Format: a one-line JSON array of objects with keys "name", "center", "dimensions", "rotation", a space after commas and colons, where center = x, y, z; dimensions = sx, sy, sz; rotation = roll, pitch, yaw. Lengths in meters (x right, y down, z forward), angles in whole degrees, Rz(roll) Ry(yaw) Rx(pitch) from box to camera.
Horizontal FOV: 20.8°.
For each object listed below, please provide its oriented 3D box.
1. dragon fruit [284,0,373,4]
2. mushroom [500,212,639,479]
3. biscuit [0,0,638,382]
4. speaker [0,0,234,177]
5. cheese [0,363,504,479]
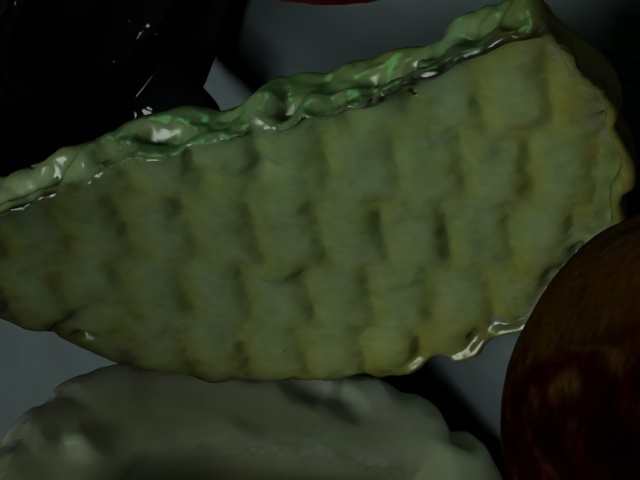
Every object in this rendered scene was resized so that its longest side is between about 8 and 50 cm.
[{"name": "dragon fruit", "center": [0.012, -0.225, 0.410], "dimensions": [0.226, 0.305, 0.305], "rotation": [53, 146, 27]}, {"name": "mushroom", "center": [0.176, 0.080, 0.503], "dimensions": [0.297, 0.163, 0.278], "rotation": [-15, 101, 58]}, {"name": "biscuit", "center": [0.000, 0.000, 0.683], "dimensions": [0.273, 0.036, 0.187], "rotation": [-15, 140, 21]}, {"name": "speaker", "center": [-0.169, -0.150, 0.743], "dimensions": [0.254, 0.232, 0.184], "rotation": [46, 139, 21]}, {"name": "cheese", "center": [-0.017, 0.213, 0.755], "dimensions": [0.332, 0.292, 0.153], "rotation": [64, 149, 20]}]
